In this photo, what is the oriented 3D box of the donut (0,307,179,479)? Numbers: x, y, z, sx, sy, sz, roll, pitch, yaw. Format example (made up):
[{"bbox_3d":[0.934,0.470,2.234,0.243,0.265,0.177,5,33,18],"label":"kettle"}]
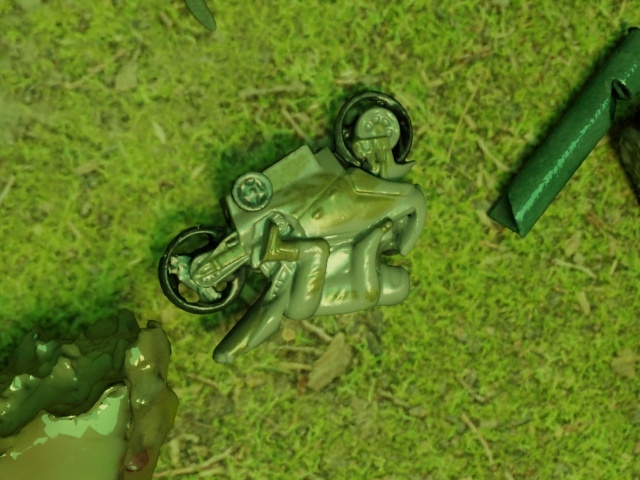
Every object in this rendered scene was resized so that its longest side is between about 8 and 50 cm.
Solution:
[{"bbox_3d":[-0.297,0.108,0.497,0.371,0.150,0.307,31,92,-15],"label":"donut"}]

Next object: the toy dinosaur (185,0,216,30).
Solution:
[{"bbox_3d":[-0.117,-0.333,0.502,0.206,0.092,0.392,-19,101,-14],"label":"toy dinosaur"}]

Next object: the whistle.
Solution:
[{"bbox_3d":[0.203,-0.085,0.636,0.039,0.039,0.186,39,89,-16],"label":"whistle"}]

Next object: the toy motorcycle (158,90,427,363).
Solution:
[{"bbox_3d":[0.000,0.000,0.587,0.229,0.074,0.151,-40,100,-13],"label":"toy motorcycle"}]

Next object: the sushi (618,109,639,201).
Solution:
[{"bbox_3d":[0.298,-0.048,0.637,0.078,0.090,0.150,-35,106,-1],"label":"sushi"}]
